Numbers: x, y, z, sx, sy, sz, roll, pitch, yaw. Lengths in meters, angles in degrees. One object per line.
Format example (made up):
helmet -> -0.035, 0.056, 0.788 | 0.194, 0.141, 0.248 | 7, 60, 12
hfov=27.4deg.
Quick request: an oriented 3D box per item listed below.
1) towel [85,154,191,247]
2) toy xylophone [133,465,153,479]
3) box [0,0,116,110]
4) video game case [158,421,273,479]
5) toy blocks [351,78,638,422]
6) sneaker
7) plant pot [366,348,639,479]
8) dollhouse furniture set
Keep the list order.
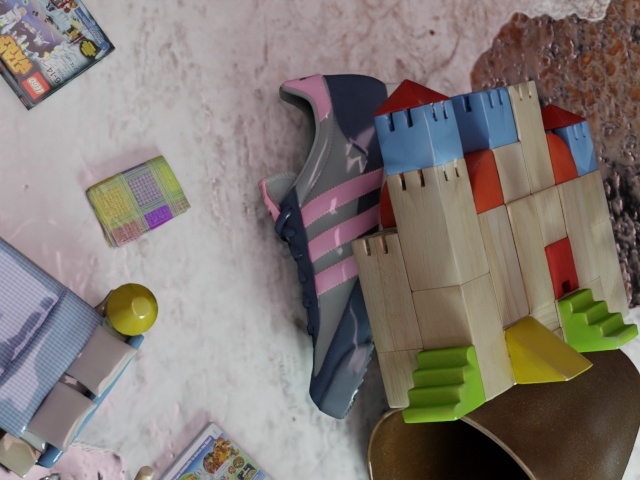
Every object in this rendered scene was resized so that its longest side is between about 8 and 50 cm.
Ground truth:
towel -> -0.164, -0.035, 1.172 | 0.083, 0.009, 0.060 | -29, 95, -25
toy xylophone -> -0.206, 0.291, 0.972 | 0.081, 0.322, 0.236 | 45, 51, 11
box -> -0.257, -0.195, 1.139 | 0.094, 0.027, 0.137 | -40, 101, -21
video game case -> -0.084, 0.235, 1.174 | 0.122, 0.011, 0.087 | 46, 69, -13
toy blocks -> 0.148, -0.021, 1.156 | 0.381, 0.191, 0.260 | -18, 97, -52
sneaker -> 0.000, 0.000, 1.202 | 0.131, 0.112, 0.318 | 10, 77, -6
plant pot -> 0.198, 0.188, 1.216 | 0.230, 0.215, 0.215 | -33, 98, -38
dollhouse furniture set -> -0.298, 0.082, 0.996 | 0.286, 0.198, 0.303 | 42, 69, -14
